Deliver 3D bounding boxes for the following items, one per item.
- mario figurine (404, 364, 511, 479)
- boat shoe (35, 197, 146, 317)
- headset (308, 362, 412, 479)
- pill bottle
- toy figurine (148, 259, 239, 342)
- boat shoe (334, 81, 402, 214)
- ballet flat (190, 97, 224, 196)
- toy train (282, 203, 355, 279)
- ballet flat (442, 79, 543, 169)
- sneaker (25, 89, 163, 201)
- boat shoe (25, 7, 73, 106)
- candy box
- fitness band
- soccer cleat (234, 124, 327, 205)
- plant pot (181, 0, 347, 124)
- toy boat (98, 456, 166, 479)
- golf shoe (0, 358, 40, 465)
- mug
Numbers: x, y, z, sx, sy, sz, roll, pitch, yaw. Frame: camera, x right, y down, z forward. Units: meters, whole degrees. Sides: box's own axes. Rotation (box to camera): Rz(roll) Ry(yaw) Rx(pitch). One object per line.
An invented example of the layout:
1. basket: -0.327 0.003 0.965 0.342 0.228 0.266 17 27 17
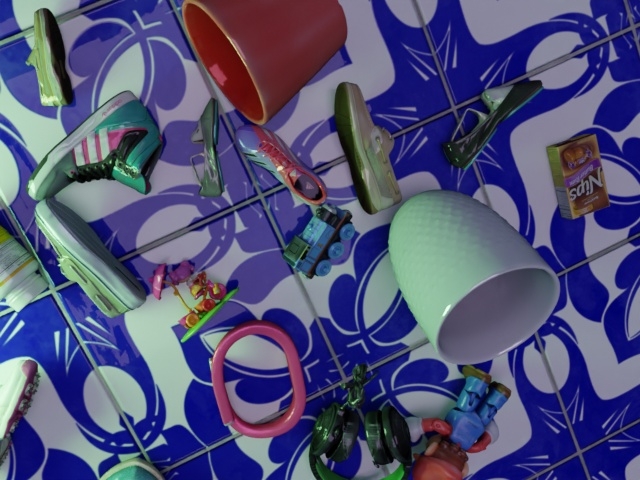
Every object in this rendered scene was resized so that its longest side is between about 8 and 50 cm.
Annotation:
1. mario figurine: 0.330 0.472 1.450 0.198 0.170 0.320 32 81 28
2. boat shoe: -0.490 0.049 1.197 0.094 0.109 0.302 -34 116 1
3. headset: 0.091 0.462 1.328 0.244 0.185 0.394 2 114 6
4. pill bottle: -0.664 0.043 1.175 0.117 0.117 0.215 -42 104 -2
5. toy figurine: -0.292 0.107 1.269 0.159 0.130 0.173 48 66 -4
6. boat shoe: 0.110 -0.211 1.289 0.098 0.109 0.302 -21 108 -12
7. ballet flat: -0.247 -0.198 1.239 0.068 0.072 0.213 -4 100 -6
8. toy train: 0.000 0.000 1.299 0.105 0.080 0.184 31 93 -40
9. ballet flat: 0.392 -0.290 1.336 0.096 0.095 0.280 43 89 -2
10. sneaker: -0.439 -0.146 1.190 0.295 0.124 0.178 -44 94 -3
11. boat shoe: -0.558 -0.366 1.159 0.072 0.068 0.190 -5 100 2
12. candy box: 0.636 -0.157 1.421 0.109 0.053 0.186 -20 103 -8
13. fitness band: -0.145 0.329 1.351 0.209 0.054 0.290 -13 102 -9
14. soccer cleat: -0.081 -0.166 1.262 0.248 0.095 0.083 41 90 -14
15. plant pot: -0.097 -0.410 1.148 0.243 0.275 0.275 -37 104 -13
16. toy boat: -0.370 0.631 1.308 0.318 0.148 0.267 4 98 -11
17. golf shoe: -0.710 0.381 1.226 0.140 0.115 0.306 26 92 -10
18. mug: 0.304 0.082 1.264 0.276 0.328 0.374 -24 135 -4
